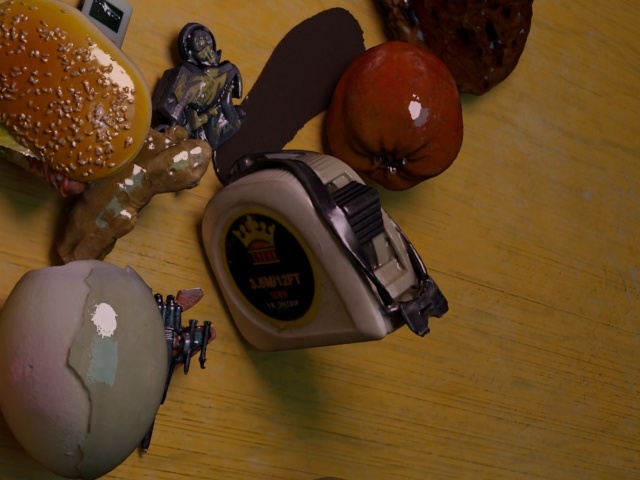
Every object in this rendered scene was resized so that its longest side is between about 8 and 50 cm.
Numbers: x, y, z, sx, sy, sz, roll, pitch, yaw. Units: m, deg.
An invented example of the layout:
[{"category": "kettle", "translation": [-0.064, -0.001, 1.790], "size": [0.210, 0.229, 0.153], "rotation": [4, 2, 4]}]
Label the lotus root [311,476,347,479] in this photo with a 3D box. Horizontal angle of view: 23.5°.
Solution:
[{"category": "lotus root", "translation": [0.049, 0.401, 1.830], "size": [0.309, 0.173, 0.173], "rotation": [43, 58, -29]}]

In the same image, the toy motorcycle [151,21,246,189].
[{"category": "toy motorcycle", "translation": [-0.138, -0.152, 1.799], "size": [0.124, 0.061, 0.193], "rotation": [31, 63, -37]}]

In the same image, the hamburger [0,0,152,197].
[{"category": "hamburger", "translation": [-0.277, -0.150, 1.600], "size": [0.210, 0.173, 0.116], "rotation": [45, 17, -2]}]

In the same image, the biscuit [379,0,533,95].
[{"category": "biscuit", "translation": [0.169, -0.356, 2.090], "size": [0.289, 0.081, 0.334], "rotation": [-46, 118, -37]}]

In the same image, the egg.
[{"category": "egg", "translation": [-0.245, 0.137, 1.578], "size": [0.183, 0.183, 0.217], "rotation": [8, 70, -41]}]

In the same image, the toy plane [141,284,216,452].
[{"category": "toy plane", "translation": [-0.183, 0.142, 1.716], "size": [0.130, 0.061, 0.189], "rotation": [7, 81, -17]}]

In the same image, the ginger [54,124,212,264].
[{"category": "ginger", "translation": [-0.223, -0.063, 1.687], "size": [0.205, 0.081, 0.115], "rotation": [-42, 93, -10]}]

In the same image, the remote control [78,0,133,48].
[{"category": "remote control", "translation": [-0.261, -0.206, 1.718], "size": [0.065, 0.029, 0.166], "rotation": [31, 60, -33]}]

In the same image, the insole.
[{"category": "insole", "translation": [-0.038, -0.184, 1.928], "size": [0.111, 0.007, 0.328], "rotation": [52, 54, -22]}]

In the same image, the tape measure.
[{"category": "tape measure", "translation": [0.000, 0.000, 1.758], "size": [0.133, 0.271, 0.231], "rotation": [-30, 106, -40]}]

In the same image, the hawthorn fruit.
[{"category": "hawthorn fruit", "translation": [0.093, -0.160, 1.939], "size": [0.189, 0.189, 0.189], "rotation": [7, 80, -41]}]
